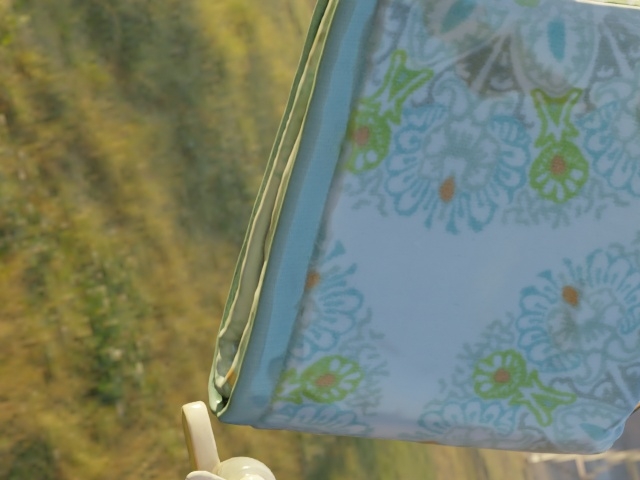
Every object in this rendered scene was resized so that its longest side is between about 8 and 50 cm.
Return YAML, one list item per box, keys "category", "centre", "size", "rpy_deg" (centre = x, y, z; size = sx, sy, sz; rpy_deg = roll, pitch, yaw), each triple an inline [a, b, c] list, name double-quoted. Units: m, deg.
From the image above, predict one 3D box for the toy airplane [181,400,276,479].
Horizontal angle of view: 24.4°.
- category: "toy airplane"
  centre: [-0.062, 0.407, 1.464]
  size: [0.384, 0.272, 0.386]
  rpy_deg: [-95, 167, -50]

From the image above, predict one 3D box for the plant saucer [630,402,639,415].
- category: "plant saucer"
  centre: [0.204, 0.020, 1.235]
  size: [0.050, 0.311, 0.310]
  rpy_deg: [17, 55, -44]

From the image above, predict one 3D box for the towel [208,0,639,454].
- category: "towel"
  centre: [0.118, -0.018, 1.006]
  size: [0.090, 0.321, 0.374]
  rpy_deg: [-114, -142, -58]
